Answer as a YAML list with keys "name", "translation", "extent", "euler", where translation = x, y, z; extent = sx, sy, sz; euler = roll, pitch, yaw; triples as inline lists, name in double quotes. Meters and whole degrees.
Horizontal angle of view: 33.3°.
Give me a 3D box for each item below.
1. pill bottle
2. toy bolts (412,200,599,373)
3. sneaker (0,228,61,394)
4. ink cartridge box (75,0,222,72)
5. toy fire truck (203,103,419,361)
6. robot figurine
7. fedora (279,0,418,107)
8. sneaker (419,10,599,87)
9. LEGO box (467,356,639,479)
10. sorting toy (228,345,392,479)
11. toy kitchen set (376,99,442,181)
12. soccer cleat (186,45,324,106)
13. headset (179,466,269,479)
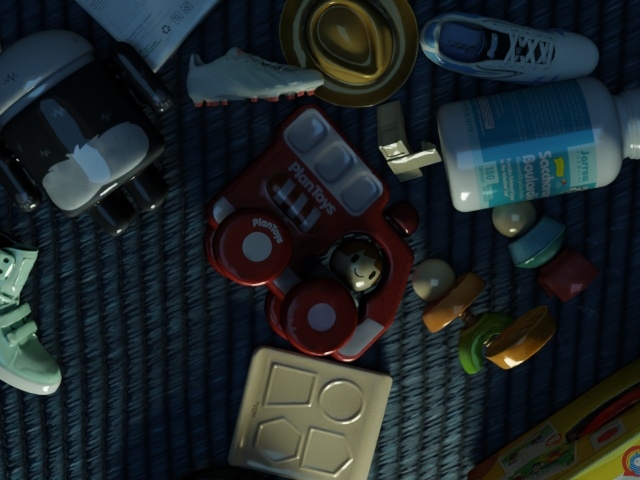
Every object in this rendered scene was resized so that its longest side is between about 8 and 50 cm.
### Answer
- name: "pill bottle"
  translation: [0.290, -0.129, 1.385]
  extent: [0.264, 0.146, 0.146]
  euler: [-11, 103, 6]
- name: "toy bolts"
  translation: [0.243, 0.047, 1.416]
  extent: [0.228, 0.218, 0.158]
  euler: [-41, 92, -7]
- name: "sneaker"
  translation: [-0.430, 0.092, 1.501]
  extent: [0.151, 0.094, 0.256]
  euler: [-40, 96, 17]
- name: "ink cartridge box"
  translation: [-0.226, -0.375, 1.406]
  extent: [0.224, 0.045, 0.223]
  euler: [44, 101, -6]
- name: "toy fire truck"
  translation: [0.000, 0.000, 1.437]
  extent: [0.254, 0.169, 0.302]
  euler: [-44, 99, -7]
- name: "robot figurine"
  translation: [-0.316, -0.143, 1.406]
  extent: [0.209, 0.173, 0.278]
  euler: [-43, 101, -32]
- name: "fedora"
  translation: [0.037, -0.265, 1.400]
  extent: [0.194, 0.079, 0.194]
  euler: [1, 104, 3]
- name: "sneaker"
  translation: [0.246, -0.246, 1.391]
  extent: [0.237, 0.086, 0.085]
  euler: [8, 102, 0]
- name: "LEGO box"
  translation: [0.516, 0.358, 1.466]
  extent: [0.500, 0.193, 0.372]
  euler: [-37, 99, 11]
- name: "sorting toy"
  translation: [-0.016, 0.259, 1.556]
  extent: [0.208, 0.038, 0.193]
  euler: [12, 104, -4]
- name: "toy kitchen set"
  translation: [0.124, -0.138, 1.447]
  extent: [0.068, 0.075, 0.083]
  euler: [-15, 143, 19]
- name: "soccer cleat"
  translation: [-0.091, -0.219, 1.408]
  extent: [0.196, 0.068, 0.076]
  euler: [-1, 98, 22]
- name: "headset"
  translation: [-0.076, 0.486, 1.535]
  extent: [0.394, 0.185, 0.243]
  euler: [19, 105, 10]
